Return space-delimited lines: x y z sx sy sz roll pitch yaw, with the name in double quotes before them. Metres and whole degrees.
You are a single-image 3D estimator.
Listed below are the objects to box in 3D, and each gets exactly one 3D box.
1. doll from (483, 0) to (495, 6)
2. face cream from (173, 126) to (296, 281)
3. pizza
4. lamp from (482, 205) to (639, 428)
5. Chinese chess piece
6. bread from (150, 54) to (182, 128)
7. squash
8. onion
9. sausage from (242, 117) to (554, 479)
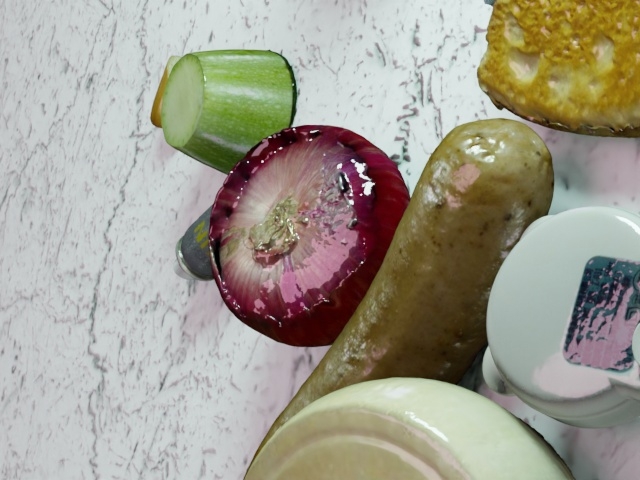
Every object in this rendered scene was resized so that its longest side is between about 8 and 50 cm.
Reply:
"doll" 0.226 -0.282 1.331 0.179 0.075 0.120 -33 10 21
"face cream" -0.089 -0.032 1.678 0.283 0.073 0.073 -40 47 41
"pizza" 0.253 -0.200 1.209 0.323 0.089 0.223 7 102 56
"lamp" 0.241 0.066 1.124 0.246 0.108 0.179 9 82 49
"Chinese chess piece" 0.075 0.284 1.183 0.338 0.140 0.338 3 94 41
"bread" -0.199 -0.199 1.928 0.062 0.049 0.103 33 107 55
"squash" -0.120 -0.163 1.744 0.170 0.122 0.170 -17 70 54
"onion" -0.003 -0.005 1.467 0.248 0.161 0.248 -7 81 47
"sausage" 0.074 0.105 1.333 0.501 0.136 0.123 -60 22 24
